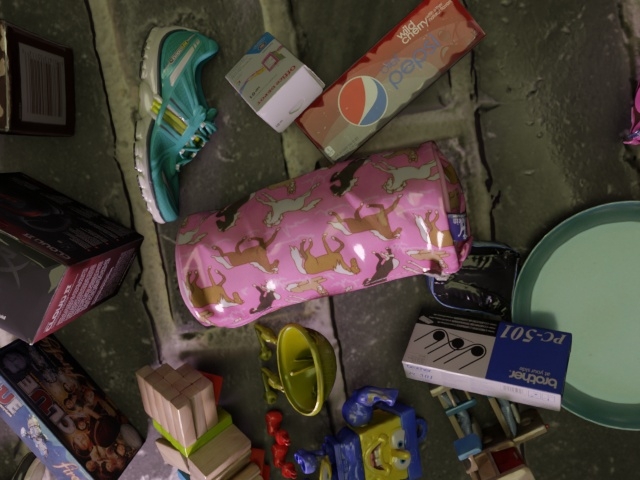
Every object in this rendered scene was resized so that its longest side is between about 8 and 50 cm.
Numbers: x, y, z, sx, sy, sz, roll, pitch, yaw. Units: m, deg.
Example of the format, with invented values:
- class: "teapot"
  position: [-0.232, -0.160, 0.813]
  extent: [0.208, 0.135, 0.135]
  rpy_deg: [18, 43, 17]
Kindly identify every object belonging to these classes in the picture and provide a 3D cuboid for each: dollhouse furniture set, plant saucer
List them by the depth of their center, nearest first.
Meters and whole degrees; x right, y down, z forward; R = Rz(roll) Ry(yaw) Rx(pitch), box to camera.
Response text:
- class: "dollhouse furniture set"
  position: [0.239, 0.244, 0.868]
  extent: [0.129, 0.183, 0.129]
  rpy_deg: [-27, 96, 6]
- class: "plant saucer"
  position: [0.431, 0.103, 0.888]
  extent: [0.318, 0.044, 0.317]
  rpy_deg: [1, 92, 13]

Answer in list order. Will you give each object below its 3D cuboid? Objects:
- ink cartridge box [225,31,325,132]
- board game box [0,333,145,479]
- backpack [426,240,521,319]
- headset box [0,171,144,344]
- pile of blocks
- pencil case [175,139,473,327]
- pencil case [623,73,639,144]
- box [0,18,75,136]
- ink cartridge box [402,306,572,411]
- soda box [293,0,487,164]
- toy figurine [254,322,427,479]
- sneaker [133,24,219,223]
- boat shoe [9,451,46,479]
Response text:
- class: "ink cartridge box"
  position: [-0.063, -0.214, 0.854]
  extent: [0.088, 0.122, 0.052]
  rpy_deg: [-45, 137, 7]
- class: "board game box"
  position: [-0.369, 0.245, 0.912]
  extent: [0.042, 0.165, 0.243]
  rpy_deg: [-39, 95, 7]
- class: "backpack"
  position: [0.209, 0.048, 0.894]
  extent: [0.114, 0.084, 0.105]
  rpy_deg: [7, 99, -2]
- class: "headset box"
  position: [-0.389, 0.009, 0.816]
  extent: [0.218, 0.293, 0.110]
  rpy_deg: [27, 98, -2]
- class: "pile of blocks"
  position: [-0.151, 0.327, 0.955]
  extent: [0.113, 0.149, 0.362]
  rpy_deg: [-30, 109, -36]
- class: "pencil case"
  position: [0.000, 0.000, 0.839]
  extent: [0.386, 0.167, 0.160]
  rpy_deg: [-15, 139, 15]
- class: "pencil case"
  position: [0.463, -0.224, 0.832]
  extent: [0.095, 0.098, 0.209]
  rpy_deg: [13, 87, -26]
- class: "box"
  position: [-0.552, -0.215, 0.849]
  extent: [0.382, 0.191, 0.143]
  rpy_deg: [1, 98, 2]
- class: "ink cartridge box"
  position: [0.226, 0.157, 0.864]
  extent: [0.207, 0.097, 0.046]
  rpy_deg: [7, 140, 25]
- class: "soda box"
  position: [0.090, -0.218, 0.865]
  extent: [0.263, 0.083, 0.092]
  rpy_deg: [-41, 94, 7]
- class: "toy figurine"
  position: [0.052, 0.273, 0.933]
  extent: [0.217, 0.191, 0.362]
  rpy_deg: [-10, 95, -25]
- class: "sneaker"
  position: [-0.199, -0.157, 0.884]
  extent: [0.110, 0.107, 0.275]
  rpy_deg: [6, 98, -7]
- class: "boat shoe"
  position: [-0.501, 0.421, 0.983]
  extent: [0.079, 0.084, 0.233]
  rpy_deg: [31, 101, -2]
